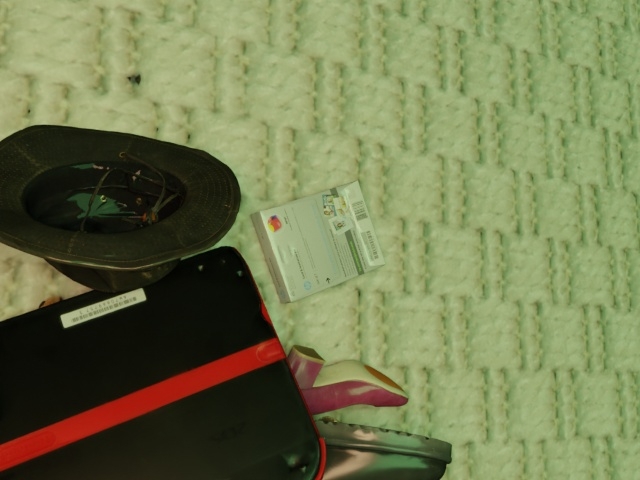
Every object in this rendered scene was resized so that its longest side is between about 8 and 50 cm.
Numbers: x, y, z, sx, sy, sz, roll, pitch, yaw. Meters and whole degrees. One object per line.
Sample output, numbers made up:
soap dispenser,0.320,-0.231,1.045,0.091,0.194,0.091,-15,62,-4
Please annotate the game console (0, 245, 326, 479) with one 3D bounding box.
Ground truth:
game console,-0.213,0.211,0.897,0.386,0.060,0.342,-19,68,-18

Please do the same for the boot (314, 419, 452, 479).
boot,-0.026,0.460,0.955,0.366,0.146,0.446,5,74,3

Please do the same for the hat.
hat,-0.270,-0.021,0.938,0.331,0.331,0.134,-15,134,-31

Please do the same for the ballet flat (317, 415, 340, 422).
ballet flat,0.054,0.345,1.128,0.067,0.073,0.206,-36,105,-58

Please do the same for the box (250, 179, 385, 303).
box,0.000,0.000,1.160,0.186,0.038,0.145,-20,92,-32

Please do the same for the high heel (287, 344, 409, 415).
high heel,0.026,0.241,1.127,0.244,0.082,0.117,23,99,-39
